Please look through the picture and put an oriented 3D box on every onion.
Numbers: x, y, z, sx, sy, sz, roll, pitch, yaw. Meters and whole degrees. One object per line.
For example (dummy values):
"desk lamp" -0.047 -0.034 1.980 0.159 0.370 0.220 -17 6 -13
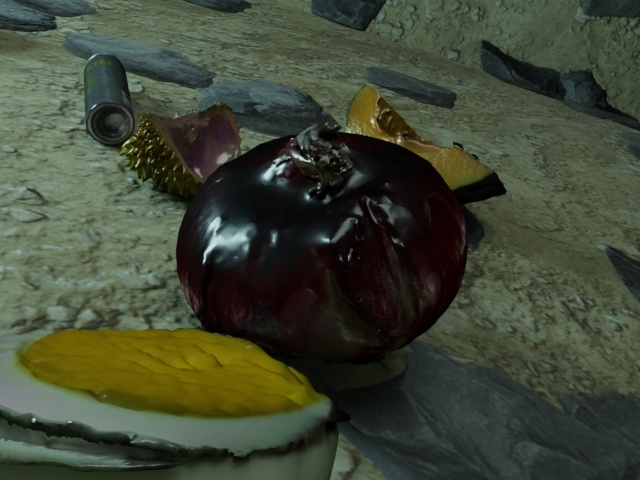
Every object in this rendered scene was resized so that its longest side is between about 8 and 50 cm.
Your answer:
"onion" -0.006 -0.011 0.709 0.314 0.232 0.314 -9 34 6

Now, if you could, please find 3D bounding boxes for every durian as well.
"durian" -0.189 -0.131 0.965 0.165 0.132 0.182 20 22 -15

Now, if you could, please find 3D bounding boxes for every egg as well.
"egg" -0.128 0.155 0.438 0.264 0.174 0.286 9 4 -20

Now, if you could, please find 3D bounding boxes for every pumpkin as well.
"pumpkin" 0.166 -0.124 1.224 0.312 0.148 0.169 44 -3 27

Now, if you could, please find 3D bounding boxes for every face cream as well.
"face cream" -0.357 -0.248 1.138 0.073 0.073 0.283 6 29 -23
